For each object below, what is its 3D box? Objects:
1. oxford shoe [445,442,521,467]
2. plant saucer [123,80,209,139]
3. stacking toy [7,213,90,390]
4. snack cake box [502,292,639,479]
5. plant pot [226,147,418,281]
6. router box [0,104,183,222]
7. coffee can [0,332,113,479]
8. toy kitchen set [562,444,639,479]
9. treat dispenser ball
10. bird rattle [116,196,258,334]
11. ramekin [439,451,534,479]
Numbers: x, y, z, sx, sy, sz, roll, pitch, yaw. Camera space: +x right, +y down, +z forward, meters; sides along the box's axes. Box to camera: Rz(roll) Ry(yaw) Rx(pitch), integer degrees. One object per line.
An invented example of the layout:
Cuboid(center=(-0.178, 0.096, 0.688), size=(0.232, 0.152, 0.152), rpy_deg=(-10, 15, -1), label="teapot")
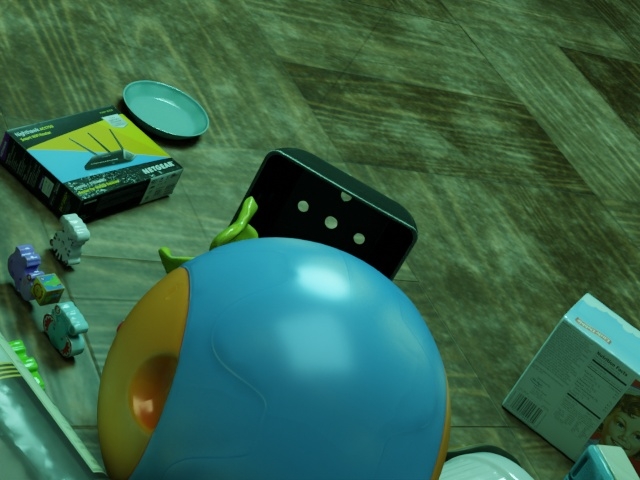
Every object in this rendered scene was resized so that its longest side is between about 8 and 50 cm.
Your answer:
Cuboid(center=(0.130, 0.243, 1.405), size=(0.212, 0.076, 0.076), rpy_deg=(14, -7, -41), label="oxford shoe")
Cuboid(center=(-0.205, -0.166, 1.764), size=(0.119, 0.021, 0.119), rpy_deg=(20, 33, -14), label="plant saucer")
Cuboid(center=(-0.276, 0.064, 1.353), size=(0.167, 0.052, 0.221), rpy_deg=(-10, 50, -44), label="stacking toy")
Cuboid(center=(0.364, 0.205, 1.561), size=(0.264, 0.152, 0.089), rpy_deg=(38, 32, 14), label="snack cake box")
Cuboid(center=(0.000, 0.000, 1.551), size=(0.188, 0.187, 0.167), rpy_deg=(30, 19, 2), label="plant pot")
Cuboid(center=(-0.268, -0.091, 1.580), size=(0.133, 0.046, 0.179), rpy_deg=(40, 33, 18), label="router box")
Cuboid(center=(-0.308, 0.149, 1.015), size=(0.275, 0.201, 0.201), rpy_deg=(49, 36, 15), label="coffee can")
Cuboid(center=(0.250, 0.314, 1.338), size=(0.166, 0.122, 0.207), rpy_deg=(10, 36, -28), label="toy kitchen set")
Cuboid(center=(-0.038, 0.141, 1.099), size=(0.288, 0.288, 0.288), rpy_deg=(21, 32, -14), label="treat dispenser ball")
Cuboid(center=(-0.078, 0.077, 1.353), size=(0.207, 0.143, 0.253), rpy_deg=(40, 17, -18), label="bird rattle")
Cuboid(center=(0.119, 0.297, 1.189), size=(0.109, 0.207, 0.207), rpy_deg=(-5, 44, -30), label="ramekin")
